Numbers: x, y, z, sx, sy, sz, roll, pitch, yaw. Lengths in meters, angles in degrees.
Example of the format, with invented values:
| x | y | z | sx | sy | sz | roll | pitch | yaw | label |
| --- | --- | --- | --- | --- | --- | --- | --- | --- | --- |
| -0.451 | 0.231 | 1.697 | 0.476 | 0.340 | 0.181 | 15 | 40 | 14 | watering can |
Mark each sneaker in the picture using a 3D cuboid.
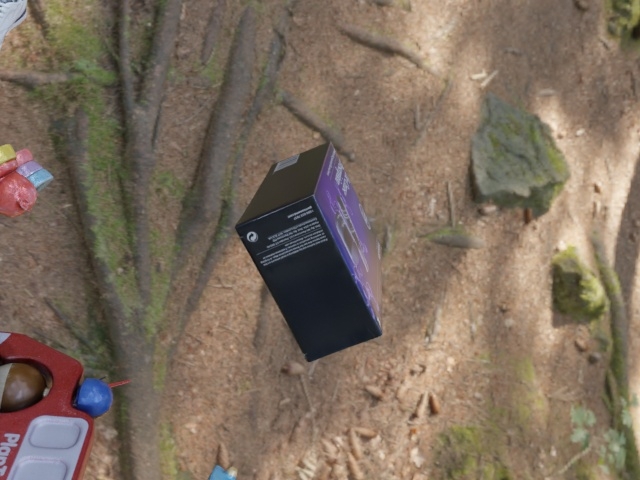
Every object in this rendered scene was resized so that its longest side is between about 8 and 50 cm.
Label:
| x | y | z | sx | sy | sz | roll | pitch | yaw | label |
| --- | --- | --- | --- | --- | --- | --- | --- | --- | --- |
| -0.726 | -0.485 | 1.408 | 0.090 | 0.095 | 0.235 | 28 | 59 | -20 | sneaker |

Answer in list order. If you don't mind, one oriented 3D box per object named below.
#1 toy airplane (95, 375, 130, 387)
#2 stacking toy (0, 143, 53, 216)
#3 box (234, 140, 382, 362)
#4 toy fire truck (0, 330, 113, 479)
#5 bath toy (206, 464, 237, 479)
| x | y | z | sx | sy | sz | roll | pitch | yaw | label |
| --- | --- | --- | --- | --- | --- | --- | --- | --- | --- |
| -0.514 | 0.347 | 1.465 | 0.151 | 0.151 | 0.028 | -26 | 110 | -43 | toy airplane |
| -0.722 | -0.075 | 1.394 | 0.279 | 0.309 | 0.130 | -38 | 102 | -3 | stacking toy |
| 0.000 | 0.000 | 0.810 | 0.261 | 0.103 | 0.184 | -78 | 146 | -68 | box |
| -0.377 | 0.214 | 0.715 | 0.254 | 0.302 | 0.169 | 9 | 118 | -8 | toy fire truck |
| -0.020 | 0.434 | 0.821 | 0.129 | 0.348 | 0.151 | -58 | 174 | 7 | bath toy |
